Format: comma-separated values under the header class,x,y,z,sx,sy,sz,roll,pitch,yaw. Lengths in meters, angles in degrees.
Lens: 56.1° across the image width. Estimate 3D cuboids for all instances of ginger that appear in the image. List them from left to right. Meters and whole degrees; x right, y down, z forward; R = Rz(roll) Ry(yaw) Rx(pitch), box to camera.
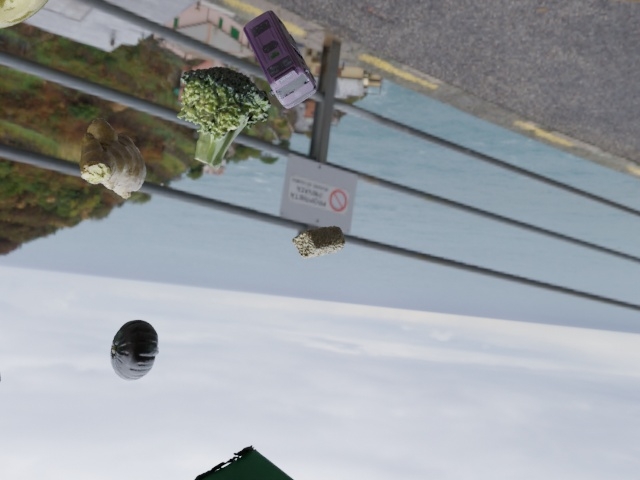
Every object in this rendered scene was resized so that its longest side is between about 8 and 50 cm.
class,x,y,z,sx,sy,sz,roll,pitch,yaw
ginger,-0.616,-0.258,1.790,0.166,0.236,0.375,2,174,-11

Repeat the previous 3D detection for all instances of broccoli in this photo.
class,x,y,z,sx,sy,sz,roll,pitch,yaw
broccoli,-0.237,-0.297,1.477,0.247,0.243,0.263,9,-165,-46

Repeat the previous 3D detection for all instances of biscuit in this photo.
class,x,y,z,sx,sy,sz,roll,pitch,yaw
biscuit,0.000,0.000,1.666,0.070,0.082,0.168,-33,166,36

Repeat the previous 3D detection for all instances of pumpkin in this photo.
class,x,y,z,sx,sy,sz,roll,pitch,yaw
pumpkin,-0.593,0.348,1.912,0.150,0.194,0.194,7,174,-12

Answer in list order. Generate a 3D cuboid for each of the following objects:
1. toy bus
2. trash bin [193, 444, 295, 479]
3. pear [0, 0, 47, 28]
class,x,y,z,sx,sy,sz,roll,pitch,yaw
toy bus,-0.082,-0.355,1.181,0.087,0.178,0.098,-29,159,9
trash bin,-0.100,0.624,1.170,0.295,0.259,0.381,-18,-146,-40
pear,-0.658,-0.570,1.144,0.309,0.309,0.309,6,174,1
